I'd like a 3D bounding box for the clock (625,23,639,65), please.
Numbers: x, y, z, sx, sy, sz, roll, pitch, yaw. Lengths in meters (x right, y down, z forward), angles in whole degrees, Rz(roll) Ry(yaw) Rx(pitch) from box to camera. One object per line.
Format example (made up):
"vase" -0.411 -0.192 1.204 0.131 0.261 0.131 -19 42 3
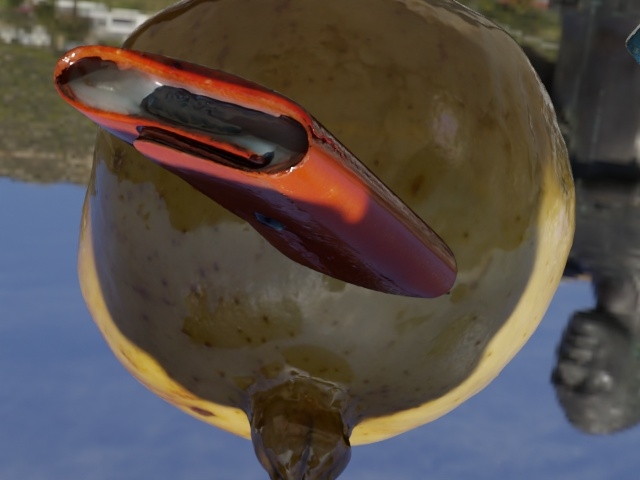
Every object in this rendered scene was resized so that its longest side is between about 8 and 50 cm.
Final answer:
"clock" 0.268 -0.166 0.625 0.094 0.274 0.223 45 178 3

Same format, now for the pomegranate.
"pomegranate" 0.000 0.000 1.017 0.410 0.410 0.410 5 -162 -2

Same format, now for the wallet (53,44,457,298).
"wallet" -0.025 -0.029 0.682 0.142 0.045 0.204 20 172 28
